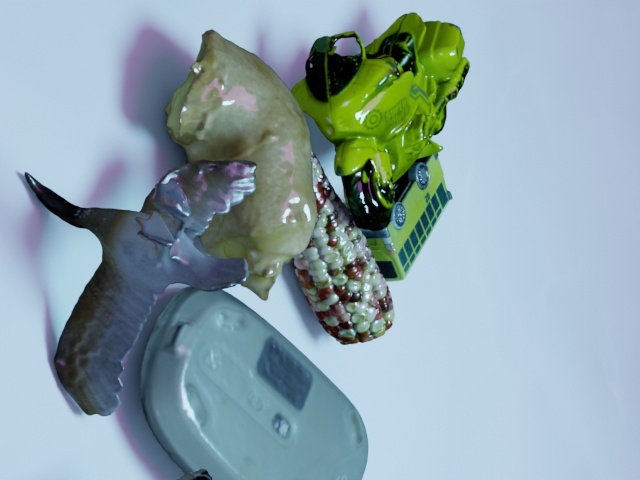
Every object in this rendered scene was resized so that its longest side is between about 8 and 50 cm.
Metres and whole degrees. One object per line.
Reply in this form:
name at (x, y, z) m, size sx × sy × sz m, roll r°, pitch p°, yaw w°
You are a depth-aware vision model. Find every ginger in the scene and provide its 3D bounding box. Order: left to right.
ginger at (-0.076, -0.076, 1.317) m, size 0.152 × 0.138 × 0.267 m, roll -25°, pitch 96°, yaw -36°

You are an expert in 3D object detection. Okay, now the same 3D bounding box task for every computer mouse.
computer mouse at (-0.067, 0.188, 1.334) m, size 0.331 × 0.095 × 0.197 m, roll 50°, pitch 44°, yaw -31°

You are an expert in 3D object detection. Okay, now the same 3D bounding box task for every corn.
corn at (0.000, 0.000, 1.467) m, size 0.280 × 0.092 × 0.092 m, roll 63°, pitch 38°, yaw -29°

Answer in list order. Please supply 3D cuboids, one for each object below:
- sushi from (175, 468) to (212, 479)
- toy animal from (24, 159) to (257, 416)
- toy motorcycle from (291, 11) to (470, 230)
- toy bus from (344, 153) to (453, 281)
sushi at (-0.162, 0.320, 1.067) m, size 0.139 × 0.184 × 0.274 m, roll 20°, pitch 68°, yaw -57°
toy animal at (-0.156, -0.012, 1.141) m, size 0.197 × 0.160 × 0.272 m, roll 42°, pitch 63°, yaw -19°
toy motorcycle at (0.069, -0.165, 1.529) m, size 0.342 × 0.142 × 0.206 m, roll -55°, pitch 137°, yaw -54°
toy bus at (0.089, -0.034, 1.622) m, size 0.175 × 0.088 × 0.101 m, roll -56°, pitch 133°, yaw -43°
